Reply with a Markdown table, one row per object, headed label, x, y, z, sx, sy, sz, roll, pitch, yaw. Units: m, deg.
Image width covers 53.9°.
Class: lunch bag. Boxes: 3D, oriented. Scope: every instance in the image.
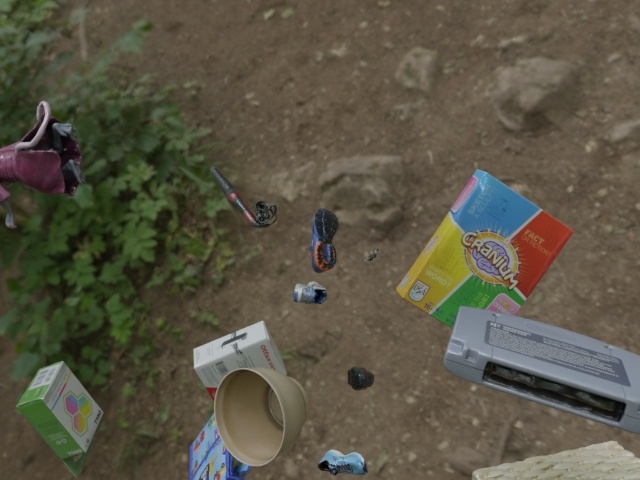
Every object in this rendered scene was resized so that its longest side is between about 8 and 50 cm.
| label | x | y | z | sx | sy | sz | roll | pitch | yaw |
| --- | --- | --- | --- | --- | --- | --- | --- | --- | --- |
| lunch bag | -0.224 | 0.536 | 1.462 | 0.221 | 0.138 | 0.293 | -55 | 13 | 21 |

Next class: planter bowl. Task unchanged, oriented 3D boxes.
| label | x | y | z | sx | sy | sz | roll | pitch | yaw |
| --- | --- | --- | --- | --- | --- | --- | --- | --- | --- |
| planter bowl | -0.089 | 0.293 | 1.086 | 0.162 | 0.109 | 0.162 | 1 | 91 | 38 |

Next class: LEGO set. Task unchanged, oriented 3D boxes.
| label | x | y | z | sx | sy | sz | roll | pitch | yaw |
| --- | --- | --- | --- | --- | --- | --- | --- | --- | --- |
| LEGO set | 0.153 | 0.048 | 1.824 | 0.054 | 0.023 | 0.083 | -37 | -11 | 15 |

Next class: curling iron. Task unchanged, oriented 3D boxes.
| label | x | y | z | sx | sy | sz | roll | pitch | yaw |
| --- | --- | --- | --- | --- | --- | --- | --- | --- | --- |
| curling iron | -0.186 | -0.103 | 1.455 | 0.068 | 0.035 | 0.274 | -24 | 43 | -28 |

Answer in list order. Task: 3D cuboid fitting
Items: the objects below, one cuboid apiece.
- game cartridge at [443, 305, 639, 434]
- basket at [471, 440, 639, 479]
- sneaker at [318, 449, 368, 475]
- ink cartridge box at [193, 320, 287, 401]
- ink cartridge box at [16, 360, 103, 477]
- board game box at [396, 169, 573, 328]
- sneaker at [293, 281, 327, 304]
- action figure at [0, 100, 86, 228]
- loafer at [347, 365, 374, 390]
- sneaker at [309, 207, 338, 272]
| label | x | y | z | sx | sy | sz | roll | pitch | yaw |
| --- | --- | --- | --- | --- | --- | --- | --- | --- | --- |
| game cartridge | 0.339 | 0.180 | 0.932 | 0.198 | 0.297 | 0.062 | -29 | -47 | -71 |
| basket | 0.450 | 0.543 | 1.050 | 0.328 | 0.331 | 0.266 | -147 | 51 | -75 |
| sneaker | 0.059 | 0.613 | 1.695 | 0.162 | 0.063 | 0.073 | -13 | 5 | 45 |
| ink cartridge box | -0.279 | 0.428 | 2.199 | 0.273 | 0.197 | 0.114 | -22 | 30 | 0 |
| ink cartridge box | -0.496 | 0.355 | 1.246 | 0.062 | 0.209 | 0.109 | -19 | 27 | 11 |
| board game box | 0.351 | 0.044 | 1.358 | 0.316 | 0.242 | 0.064 | -58 | 10 | 7 |
| sneaker | -0.011 | 0.122 | 1.380 | 0.058 | 0.135 | 0.052 | 10 | 94 | 21 |
| action figure | -0.885 | -0.209 | 1.827 | 0.370 | 0.276 | 0.248 | -8 | 61 | 9 |
| loafer | 0.133 | 0.436 | 2.002 | 0.223 | 0.078 | 0.076 | 105 | 162 | -79 |
| sneaker | 0.000 | 0.000 | 1.898 | 0.087 | 0.083 | 0.221 | 133 | 149 | -53 |
